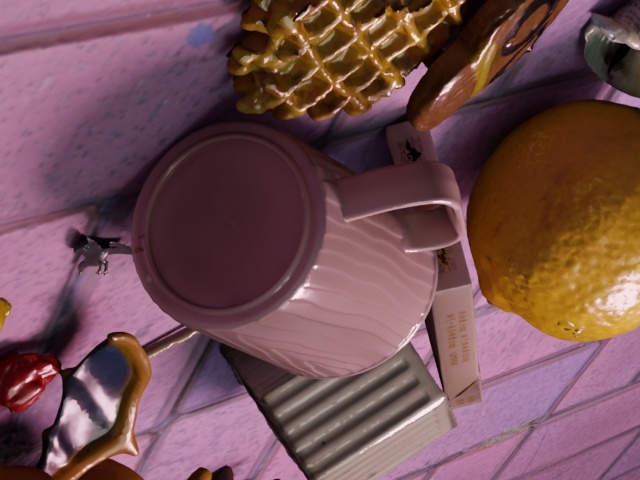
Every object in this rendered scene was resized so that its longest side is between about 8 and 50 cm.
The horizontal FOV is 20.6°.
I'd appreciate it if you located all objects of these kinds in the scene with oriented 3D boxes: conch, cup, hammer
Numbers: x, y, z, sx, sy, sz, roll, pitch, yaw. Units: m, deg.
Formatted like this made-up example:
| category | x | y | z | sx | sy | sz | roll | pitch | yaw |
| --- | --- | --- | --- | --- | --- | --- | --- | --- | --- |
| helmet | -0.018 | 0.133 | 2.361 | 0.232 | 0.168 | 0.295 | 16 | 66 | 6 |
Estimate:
| category | x | y | z | sx | sy | sz | roll | pitch | yaw |
| --- | --- | --- | --- | --- | --- | --- | --- | --- | --- |
| conch | 0.377 | -0.218 | 1.947 | 0.102 | 0.153 | 0.135 | -50 | 157 | -40 |
| cup | -0.005 | 0.018 | 1.684 | 0.273 | 0.288 | 0.208 | 30 | 73 | -62 |
| hammer | -0.123 | 0.086 | 1.937 | 0.195 | 0.028 | 0.060 | -27 | 149 | -18 |

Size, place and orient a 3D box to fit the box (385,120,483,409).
| category | x | y | z | sx | sy | sz | roll | pitch | yaw |
| --- | --- | --- | --- | --- | --- | --- | --- | --- | --- |
| box | 0.131 | 0.036 | 1.969 | 0.051 | 0.204 | 0.365 | -14 | 155 | 0 |

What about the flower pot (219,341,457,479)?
| category | x | y | z | sx | sy | sz | roll | pitch | yaw |
| --- | --- | --- | --- | --- | --- | --- | --- | --- | --- |
| flower pot | 0.021 | 0.172 | 2.062 | 0.190 | 0.239 | 0.209 | -33 | 127 | -5 |

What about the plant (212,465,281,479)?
| category | x | y | z | sx | sy | sz | roll | pitch | yaw |
| --- | --- | --- | --- | --- | --- | --- | --- | --- | --- |
| plant | -0.174 | 0.442 | 2.357 | 0.321 | 0.194 | 0.181 | -26 | 167 | -12 |

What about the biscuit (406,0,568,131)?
| category | x | y | z | sx | sy | sz | roll | pitch | yaw |
| --- | --- | --- | --- | --- | --- | --- | --- | --- | --- |
| biscuit | 0.195 | -0.212 | 1.730 | 0.290 | 0.041 | 0.208 | -44 | 171 | -10 |

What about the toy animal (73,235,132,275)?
| category | x | y | z | sx | sy | sz | roll | pitch | yaw |
| --- | --- | --- | --- | --- | --- | --- | --- | --- | --- |
| toy animal | -0.213 | 0.018 | 1.682 | 0.050 | 0.028 | 0.084 | -51 | 153 | 12 |

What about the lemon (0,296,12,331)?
| category | x | y | z | sx | sy | sz | roll | pitch | yaw |
| --- | --- | --- | --- | --- | --- | --- | --- | --- | --- |
| lemon | -0.318 | 0.070 | 1.591 | 0.083 | 0.062 | 0.062 | -17 | 150 | -24 |

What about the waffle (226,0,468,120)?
| category | x | y | z | sx | sy | sz | roll | pitch | yaw |
| --- | --- | --- | --- | --- | --- | --- | --- | --- | --- |
| waffle | 0.045 | -0.200 | 1.587 | 0.293 | 0.069 | 0.259 | -14 | 147 | -39 |

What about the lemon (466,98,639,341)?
| category | x | y | z | sx | sy | sz | roll | pitch | yaw |
| --- | --- | --- | --- | --- | --- | --- | --- | --- | --- |
| lemon | 0.304 | -0.022 | 2.020 | 0.293 | 0.293 | 0.293 | -30 | 156 | -15 |

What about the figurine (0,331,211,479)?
| category | x | y | z | sx | sy | sz | roll | pitch | yaw |
| --- | --- | --- | --- | --- | --- | --- | --- | --- | --- |
| figurine | -0.272 | 0.295 | 1.824 | 0.401 | 0.268 | 0.387 | -42 | 154 | 2 |
